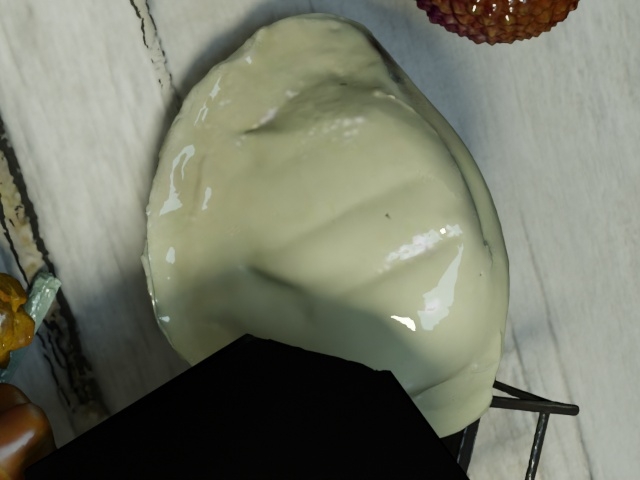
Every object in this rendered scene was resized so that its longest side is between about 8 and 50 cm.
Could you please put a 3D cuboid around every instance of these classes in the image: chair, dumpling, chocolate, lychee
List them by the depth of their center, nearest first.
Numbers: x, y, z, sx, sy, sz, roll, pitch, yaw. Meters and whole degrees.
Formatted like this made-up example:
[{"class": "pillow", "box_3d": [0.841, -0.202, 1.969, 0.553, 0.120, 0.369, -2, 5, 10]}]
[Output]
[{"class": "chocolate", "box_3d": [-0.041, 0.318, 1.324, 0.383, 0.384, 0.331, -45, 163, -16]}, {"class": "dumpling", "box_3d": [0.000, 0.000, 1.410, 0.315, 0.233, 0.395, -15, 92, -25]}, {"class": "lychee", "box_3d": [0.151, -0.261, 1.447, 0.188, 0.188, 0.188, -8, 105, -31]}, {"class": "chair", "box_3d": [0.095, 0.193, 1.558, 0.260, 0.154, 0.141, 10, 95, -37]}]

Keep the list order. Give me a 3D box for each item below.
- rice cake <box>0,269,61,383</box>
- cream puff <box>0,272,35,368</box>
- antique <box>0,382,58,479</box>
[{"class": "rice cake", "box_3d": [-0.256, 0.081, 1.378, 0.021, 0.022, 0.121, 33, 83, -42]}, {"class": "cream puff", "box_3d": [-0.292, 0.058, 1.313, 0.122, 0.094, 0.116, -1, 102, -8]}, {"class": "antique", "box_3d": [-0.332, 0.220, 1.281, 0.278, 0.129, 0.223, -36, 130, -13]}]
